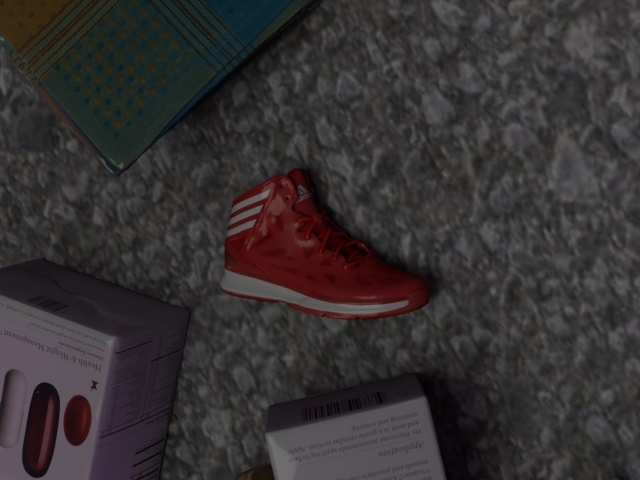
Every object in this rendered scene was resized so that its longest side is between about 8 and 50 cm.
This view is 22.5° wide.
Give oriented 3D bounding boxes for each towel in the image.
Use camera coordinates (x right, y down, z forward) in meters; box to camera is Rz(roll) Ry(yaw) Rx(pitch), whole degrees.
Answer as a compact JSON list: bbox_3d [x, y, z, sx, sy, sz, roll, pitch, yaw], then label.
[{"bbox_3d":[-0.209,-0.279,1.560,0.271,0.040,0.370,-41,77,-1],"label":"towel"}]

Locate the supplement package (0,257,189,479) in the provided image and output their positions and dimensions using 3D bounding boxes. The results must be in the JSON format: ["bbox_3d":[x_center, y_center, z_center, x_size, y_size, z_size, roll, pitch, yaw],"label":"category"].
[{"bbox_3d":[-0.267,0.150,1.652,0.194,0.149,0.203,18,105,23],"label":"supplement package"}]

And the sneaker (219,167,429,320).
[{"bbox_3d":[0.000,0.000,1.530,0.221,0.087,0.128,6,103,24],"label":"sneaker"}]

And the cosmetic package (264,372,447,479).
[{"bbox_3d":[0.041,0.235,1.486,0.151,0.151,0.184,-12,94,0],"label":"cosmetic package"}]

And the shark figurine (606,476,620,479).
[{"bbox_3d":[0.292,0.372,1.436,0.278,0.116,0.166,49,117,13],"label":"shark figurine"}]

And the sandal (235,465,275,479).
[{"bbox_3d":[-0.010,0.333,1.591,0.079,0.088,0.240,-25,82,34],"label":"sandal"}]
